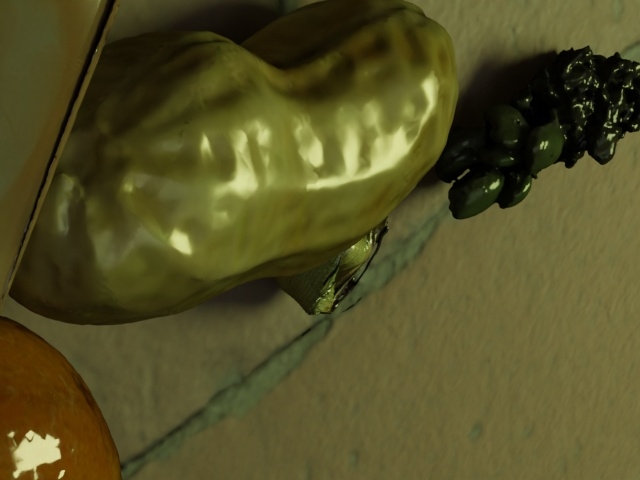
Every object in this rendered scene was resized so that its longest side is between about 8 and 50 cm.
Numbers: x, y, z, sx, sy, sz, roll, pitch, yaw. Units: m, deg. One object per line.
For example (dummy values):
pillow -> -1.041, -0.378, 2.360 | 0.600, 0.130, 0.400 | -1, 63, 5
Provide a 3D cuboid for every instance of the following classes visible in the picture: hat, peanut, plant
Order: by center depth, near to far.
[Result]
peanut -> -0.043, -0.046, 0.849 | 0.305, 0.147, 0.147 | -16, 122, -41
hat -> 0.000, 0.000, 0.968 | 0.077, 0.059, 0.076 | -56, 172, 10
plant -> 0.144, -0.073, 1.050 | 0.174, 0.085, 0.087 | -30, 157, -22

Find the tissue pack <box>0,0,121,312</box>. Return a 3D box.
tissue pack -> -0.231, -0.061, 0.579 | 0.238, 0.238, 0.306 | 21, 90, -46

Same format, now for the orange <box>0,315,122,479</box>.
orange -> -0.203, 0.136, 0.767 | 0.224, 0.170, 0.224 | -27, 130, -38
